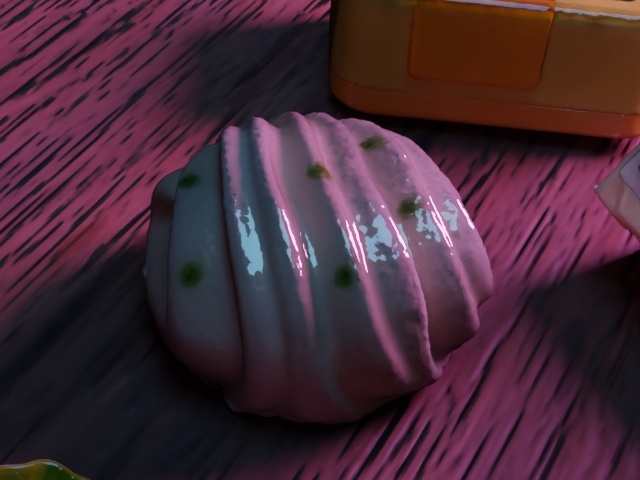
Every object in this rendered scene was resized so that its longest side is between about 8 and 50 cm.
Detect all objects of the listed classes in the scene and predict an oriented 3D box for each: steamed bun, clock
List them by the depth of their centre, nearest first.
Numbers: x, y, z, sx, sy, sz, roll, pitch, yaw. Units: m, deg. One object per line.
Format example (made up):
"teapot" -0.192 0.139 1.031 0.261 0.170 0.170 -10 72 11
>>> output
"steamed bun" 0.000 0.000 0.858 0.182 0.106 0.183 6 36 -5
"clock" 0.109 -0.136 1.088 0.202 0.096 0.143 7 37 -3

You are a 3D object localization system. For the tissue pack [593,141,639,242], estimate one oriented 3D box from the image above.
"tissue pack" 0.254 -0.008 0.893 0.092 0.148 0.196 37 13 -44

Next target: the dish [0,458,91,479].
"dish" -0.098 0.143 0.686 0.137 0.039 0.091 32 35 28
